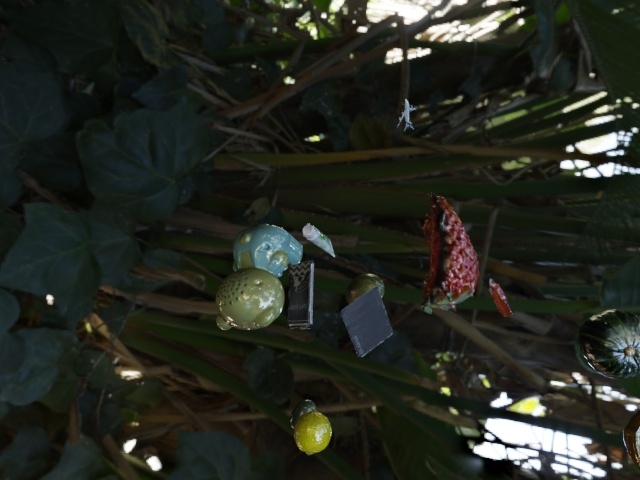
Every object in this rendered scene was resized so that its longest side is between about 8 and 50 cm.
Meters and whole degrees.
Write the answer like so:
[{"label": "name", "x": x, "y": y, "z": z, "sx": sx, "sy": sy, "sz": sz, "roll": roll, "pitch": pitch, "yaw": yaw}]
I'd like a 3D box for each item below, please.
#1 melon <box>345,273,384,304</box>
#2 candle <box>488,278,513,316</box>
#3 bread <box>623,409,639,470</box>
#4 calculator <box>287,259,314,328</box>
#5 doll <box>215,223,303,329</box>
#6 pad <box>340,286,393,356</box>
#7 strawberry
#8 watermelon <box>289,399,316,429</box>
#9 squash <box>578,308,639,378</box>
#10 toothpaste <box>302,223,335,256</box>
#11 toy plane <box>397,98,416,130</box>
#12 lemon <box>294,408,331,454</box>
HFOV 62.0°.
[{"label": "melon", "x": 0.127, "y": 0.146, "z": 1.508, "sx": 0.162, "sy": 0.099, "sz": 0.099, "roll": 132, "pitch": -29, "yaw": -65}, {"label": "candle", "x": 0.583, "y": 0.188, "z": 1.753, "sx": 0.048, "sy": 0.162, "sz": 0.053, "roll": -42, "pitch": -155, "yaw": -18}, {"label": "bread", "x": 0.939, "y": 0.548, "z": 1.412, "sx": 0.070, "sy": 0.235, "sz": 0.236, "roll": 63, "pitch": 36, "yaw": -77}, {"label": "calculator", "x": -0.080, "y": 0.219, "z": 2.149, "sx": 0.165, "sy": 0.028, "sz": 0.274, "roll": -12, "pitch": -107, "yaw": 51}, {"label": "doll", "x": -0.158, "y": 0.097, "z": 1.310, "sx": 0.161, "sy": 0.176, "sz": 0.261, "roll": 45, "pitch": 48, "yaw": -44}, {"label": "pad", "x": 0.113, "y": 0.196, "z": 1.263, "sx": 0.003, "sy": 0.112, "sz": 0.157, "roll": 31, "pitch": -31, "yaw": 54}, {"label": "strawberry", "x": 0.321, "y": 0.018, "z": 1.293, "sx": 0.233, "sy": 0.137, "sz": 0.307, "roll": 79, "pitch": 18, "yaw": -70}, {"label": "watermelon", "x": -0.059, "y": 0.573, "z": 1.740, "sx": 0.111, "sy": 0.078, "sz": 0.078, "roll": -58, "pitch": 174, "yaw": -4}, {"label": "squash", "x": 0.899, "y": 0.312, "z": 1.617, "sx": 0.172, "sy": 0.217, "sz": 0.218, "roll": -91, "pitch": -172, "yaw": -72}, {"label": "toothpaste", "x": 0.000, "y": 0.000, "z": 2.011, "sx": 0.058, "sy": 0.055, "sz": 0.314, "roll": -65, "pitch": 158, "yaw": -3}, {"label": "toy plane", "x": 0.205, "y": -0.300, "z": 1.265, "sx": 0.078, "sy": 0.024, "sz": 0.084, "roll": -45, "pitch": 136, "yaw": -23}, {"label": "lemon", "x": -0.023, "y": 0.557, "z": 1.539, "sx": 0.109, "sy": 0.108, "sz": 0.133, "roll": -36, "pitch": 133, "yaw": -84}]
